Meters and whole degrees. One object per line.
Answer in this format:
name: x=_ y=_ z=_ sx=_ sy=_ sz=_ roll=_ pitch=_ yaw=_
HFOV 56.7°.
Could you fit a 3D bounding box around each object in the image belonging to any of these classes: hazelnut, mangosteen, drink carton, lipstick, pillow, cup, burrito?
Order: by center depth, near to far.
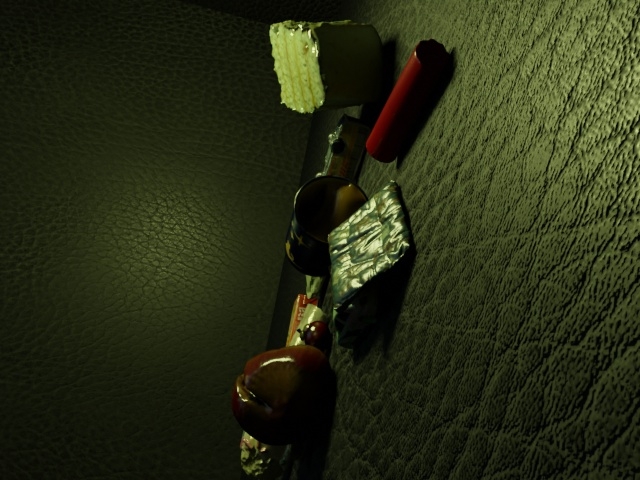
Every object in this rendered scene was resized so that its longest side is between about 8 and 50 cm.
pillow: x=0.085 y=0.001 z=1.095 sx=0.189 sy=0.034 sz=0.256 roll=-44 pitch=23 yaw=23
lipstick: x=0.156 y=-0.249 z=1.110 sx=0.280 sy=0.073 sz=0.073 roll=117 pitch=163 yaw=-59
hazelnut: x=-0.080 y=0.347 z=1.375 sx=0.251 sy=0.217 sz=0.217 roll=-45 pitch=17 yaw=14
cup: x=0.000 y=0.014 z=1.432 sx=0.256 sy=0.178 sz=0.255 roll=114 pitch=168 yaw=-65
mangosteen: x=-0.011 y=0.245 z=1.504 sx=0.081 sy=0.080 sz=0.081 roll=-168 pitch=90 yaw=-82
burrito: x=-0.043 y=0.265 z=1.572 sx=0.087 sy=0.060 sz=0.226 roll=-12 pitch=41 yaw=44
pillow: x=0.000 y=0.002 z=1.821 sx=0.274 sy=0.076 sz=0.281 roll=-91 pitch=16 yaw=-67
drink carton: x=-0.061 y=0.287 z=1.823 sx=0.096 sy=0.070 sz=0.223 roll=118 pitch=163 yaw=-67

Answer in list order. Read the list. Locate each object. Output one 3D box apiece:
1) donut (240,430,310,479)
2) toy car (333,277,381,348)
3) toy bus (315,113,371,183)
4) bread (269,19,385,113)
donut: x=-0.117 y=0.482 z=1.614 sx=0.371 sy=0.150 sz=0.308 roll=118 pitch=167 yaw=-58
toy car: x=0.062 y=0.136 z=1.158 sx=0.224 sy=0.076 sz=0.090 roll=115 pitch=164 yaw=-57
toy bus: x=0.056 y=-0.210 z=1.641 sx=0.092 sy=0.106 sz=0.268 roll=-94 pitch=21 yaw=-66
bread: x=0.042 y=-0.472 z=1.589 sx=0.395 sy=0.263 sz=0.240 roll=-143 pitch=45 yaw=-62
